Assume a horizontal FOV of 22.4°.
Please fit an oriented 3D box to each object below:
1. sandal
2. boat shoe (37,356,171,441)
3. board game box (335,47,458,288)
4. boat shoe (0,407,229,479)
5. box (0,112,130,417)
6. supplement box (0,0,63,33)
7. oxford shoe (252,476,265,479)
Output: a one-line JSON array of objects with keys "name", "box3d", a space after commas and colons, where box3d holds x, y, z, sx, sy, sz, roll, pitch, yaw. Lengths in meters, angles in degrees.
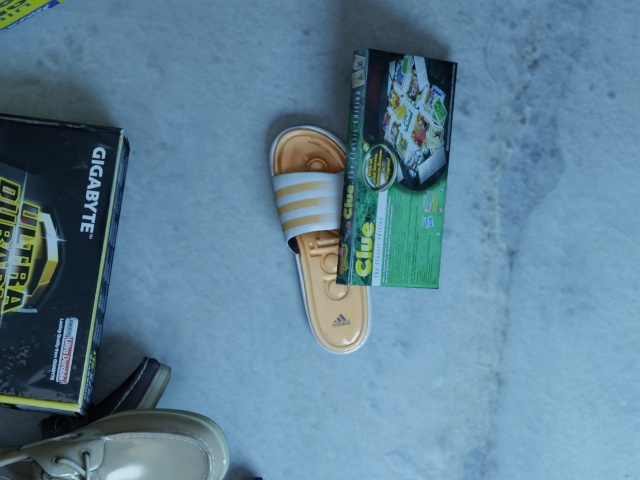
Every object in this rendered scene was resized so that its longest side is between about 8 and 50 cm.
[{"name": "sandal", "box3d": [0.011, -0.002, 1.816, 0.102, 0.076, 0.265, -13, 91, 1]}, {"name": "boat shoe", "box3d": [-0.281, 0.235, 1.814, 0.092, 0.103, 0.285, 40, 97, -5]}, {"name": "board game box", "box3d": [0.086, -0.077, 1.800, 0.136, 0.030, 0.260, 4, 91, -40]}, {"name": "boat shoe", "box3d": [-0.265, 0.263, 1.712, 0.341, 0.110, 0.122, -14, 97, 9]}, {"name": "box", "box3d": [-0.361, 0.021, 1.782, 0.257, 0.079, 0.322, 7, 75, 2]}, {"name": "supplement box", "box3d": [-0.453, -0.384, 1.752, 0.194, 0.195, 0.357, -29, 91, 1]}, {"name": "oxford shoe", "box3d": [-0.096, 0.378, 1.825, 0.096, 0.083, 0.227, 6, 90, 5]}]
